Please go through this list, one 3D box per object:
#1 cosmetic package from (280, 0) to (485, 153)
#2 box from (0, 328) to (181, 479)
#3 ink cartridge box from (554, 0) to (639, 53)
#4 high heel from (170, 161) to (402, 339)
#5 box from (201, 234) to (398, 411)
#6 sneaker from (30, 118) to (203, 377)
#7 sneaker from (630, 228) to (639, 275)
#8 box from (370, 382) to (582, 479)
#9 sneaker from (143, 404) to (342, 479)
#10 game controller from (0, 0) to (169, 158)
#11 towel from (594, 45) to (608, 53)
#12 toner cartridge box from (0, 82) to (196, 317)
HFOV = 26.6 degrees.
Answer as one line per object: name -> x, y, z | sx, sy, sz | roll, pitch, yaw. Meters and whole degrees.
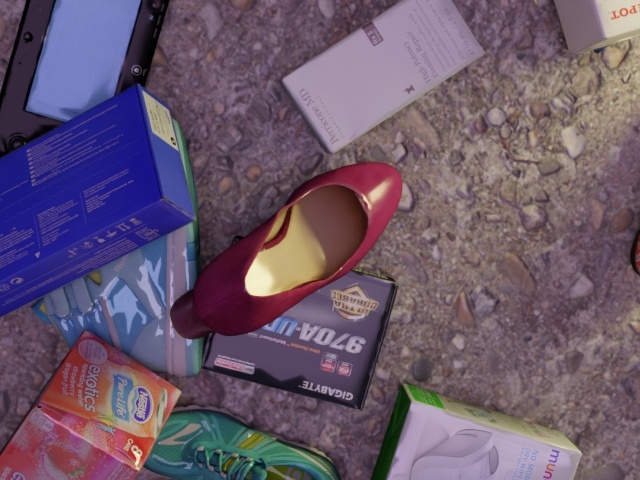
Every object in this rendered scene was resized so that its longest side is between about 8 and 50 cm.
cosmetic package -> 0.075, -0.216, 1.692 | 0.231, 0.085, 0.117 | -35, 96, -1
box -> -0.312, 0.274, 1.618 | 0.142, 0.154, 0.300 | 34, 124, -6
ink cartridge box -> 0.365, -0.369, 1.661 | 0.172, 0.100, 0.237 | -18, 93, -16
high heel -> 0.000, 0.000, 1.594 | 0.377, 0.181, 0.127 | -40, 98, -32
box -> -0.029, 0.105, 1.733 | 0.220, 0.051, 0.175 | 16, 94, -5
sneaker -> -0.252, 0.012, 1.647 | 0.208, 0.127, 0.319 | -3, 88, 0
sneaker -> 0.467, -0.071, 1.699 | 0.090, 0.145, 0.270 | 13, 95, -5
box -> 0.178, 0.347, 1.736 | 0.231, 0.127, 0.262 | 18, 94, -3
sneaker -> -0.101, 0.282, 1.718 | 0.275, 0.110, 0.107 | 14, 95, -4
game controller -> -0.294, -0.231, 1.676 | 0.166, 0.067, 0.319 | 16, 95, -5
towel -> 0.342, -0.303, 1.726 | 0.067, 0.029, 0.119 | -37, 98, -1
toner cartridge box -> -0.323, -0.032, 1.602 | 0.347, 0.075, 0.165 | -25, 60, 18
